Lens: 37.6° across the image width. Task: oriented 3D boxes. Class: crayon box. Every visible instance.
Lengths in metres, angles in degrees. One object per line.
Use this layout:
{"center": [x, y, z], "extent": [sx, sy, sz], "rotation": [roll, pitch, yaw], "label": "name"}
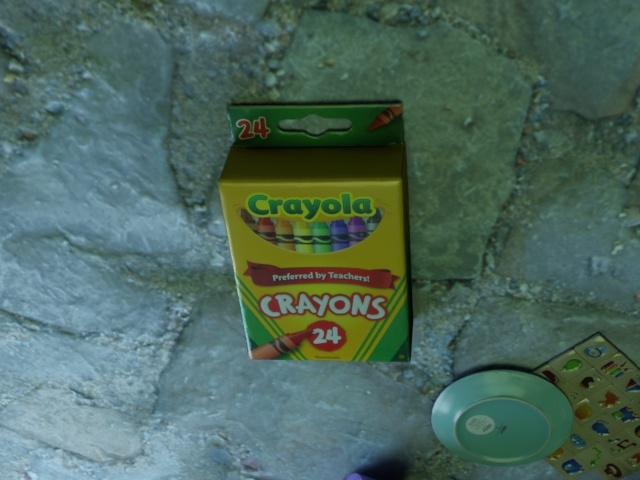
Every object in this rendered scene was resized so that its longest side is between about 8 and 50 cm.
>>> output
{"center": [0.000, 0.000, 1.076], "extent": [0.202, 0.081, 0.319], "rotation": [-1, 126, 9], "label": "crayon box"}

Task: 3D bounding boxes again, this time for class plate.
{"center": [0.241, 0.246, 1.252], "extent": [0.188, 0.024, 0.188], "rotation": [4, 128, 5], "label": "plate"}

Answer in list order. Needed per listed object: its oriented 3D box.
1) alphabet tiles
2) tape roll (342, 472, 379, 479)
{"center": [0.361, 0.237, 1.249], "extent": [0.237, 0.009, 0.198], "rotation": [40, 122, -21], "label": "alphabet tiles"}
{"center": [0.047, 0.468, 1.302], "extent": [0.090, 0.275, 0.275], "rotation": [20, 127, -9], "label": "tape roll"}
